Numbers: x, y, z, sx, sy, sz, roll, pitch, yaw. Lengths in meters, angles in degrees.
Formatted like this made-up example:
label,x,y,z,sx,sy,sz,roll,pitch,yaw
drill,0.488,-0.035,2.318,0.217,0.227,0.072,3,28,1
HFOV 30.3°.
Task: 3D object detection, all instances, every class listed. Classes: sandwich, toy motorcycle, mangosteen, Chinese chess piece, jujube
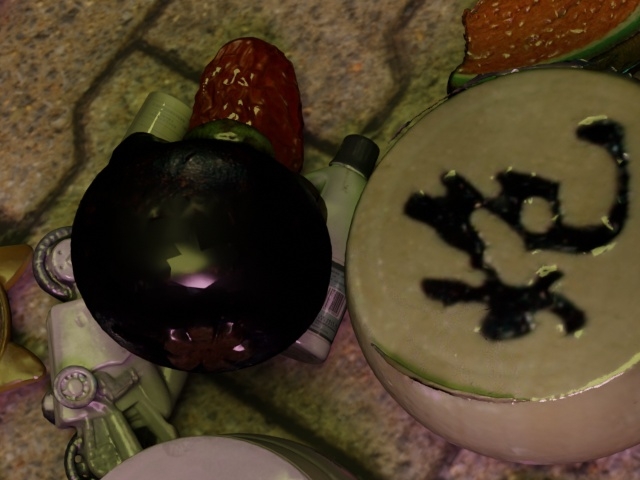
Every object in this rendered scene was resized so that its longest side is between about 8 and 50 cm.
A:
label,x,y,z,sx,sy,sz,roll,pitch,yaw
sandwich,0.227,-0.192,1.172,0.235,0.079,0.159,-37,56,-9
toy motorcycle,-0.175,0.105,1.105,0.171,0.110,0.260,-7,76,-19
mangosteen,-0.098,0.001,1.007,0.243,0.243,0.243,-4,67,9
Chinese chess piece,0.189,0.015,1.012,0.349,0.146,0.349,-12,56,19
jujube,-0.073,-0.120,1.183,0.112,0.109,0.176,14,57,-22

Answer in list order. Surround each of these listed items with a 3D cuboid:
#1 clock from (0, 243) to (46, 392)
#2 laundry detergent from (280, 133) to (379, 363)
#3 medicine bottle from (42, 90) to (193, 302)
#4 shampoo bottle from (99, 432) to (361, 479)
label,x,y,z,sx,sy,sz,roll,pitch,yaw
clock,-0.445,0.099,1.145,0.348,0.117,0.286,-14,64,1
laundry detergent,0.000,0.000,1.133,0.099,0.070,0.225,16,73,20
medicine bottle,-0.202,-0.041,1.195,0.059,0.059,0.230,22,74,19
shampoo bottle,-0.062,0.286,0.921,0.273,0.266,0.273,-4,69,9
